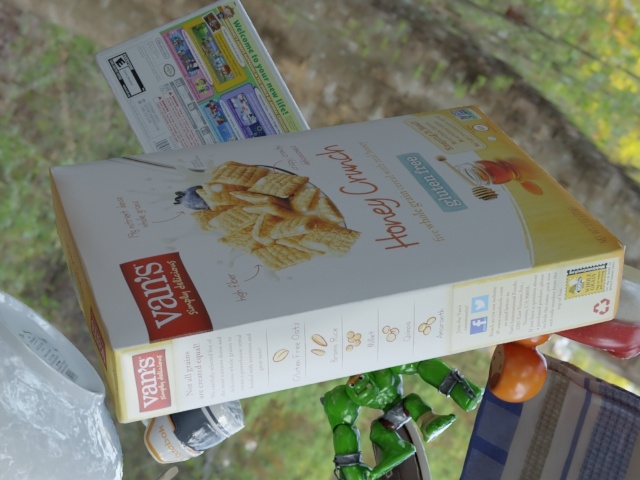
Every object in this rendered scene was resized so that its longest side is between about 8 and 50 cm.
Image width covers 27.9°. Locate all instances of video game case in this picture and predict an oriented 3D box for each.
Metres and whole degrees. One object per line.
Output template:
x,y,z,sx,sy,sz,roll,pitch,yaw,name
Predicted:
-0.140,-0.171,1.565,0.193,0.212,0.023,-27,172,-15,video game case

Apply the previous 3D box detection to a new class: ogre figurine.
0.078,0.191,1.475,0.097,0.118,0.197,-17,156,-49,ogre figurine

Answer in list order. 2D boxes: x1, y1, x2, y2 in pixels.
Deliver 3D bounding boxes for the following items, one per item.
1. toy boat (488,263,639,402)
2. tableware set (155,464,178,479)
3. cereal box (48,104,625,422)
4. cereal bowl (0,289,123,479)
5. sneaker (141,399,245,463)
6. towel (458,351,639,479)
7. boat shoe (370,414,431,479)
0.190,0.077,1.196,0.151,0.231,0.151,-7,114,-66,toy boat
-0.167,0.329,1.283,0.194,0.128,0.039,-45,-155,-1,tableware set
0.000,0.000,0.630,0.173,0.240,0.047,-125,-150,-54,cereal box
-0.320,0.149,1.282,0.141,0.339,0.339,-47,-173,0,cereal bowl
-0.179,0.183,1.698,0.127,0.126,0.321,-32,-165,5,sneaker
0.256,0.234,1.279,0.285,0.034,0.209,23,-81,50,towel
0.106,0.372,1.704,0.116,0.097,0.324,92,-13,-56,boat shoe
